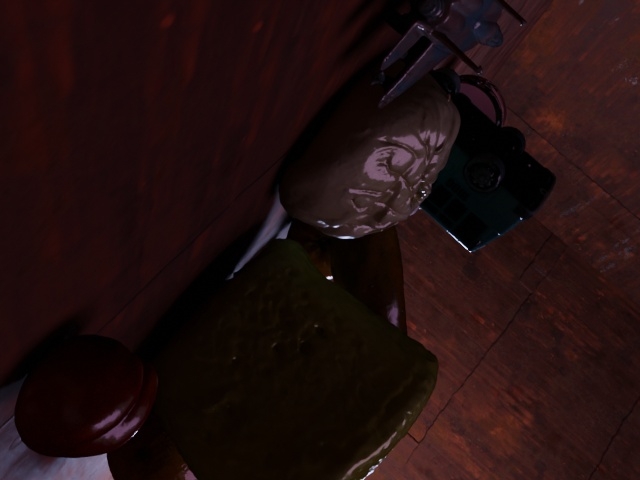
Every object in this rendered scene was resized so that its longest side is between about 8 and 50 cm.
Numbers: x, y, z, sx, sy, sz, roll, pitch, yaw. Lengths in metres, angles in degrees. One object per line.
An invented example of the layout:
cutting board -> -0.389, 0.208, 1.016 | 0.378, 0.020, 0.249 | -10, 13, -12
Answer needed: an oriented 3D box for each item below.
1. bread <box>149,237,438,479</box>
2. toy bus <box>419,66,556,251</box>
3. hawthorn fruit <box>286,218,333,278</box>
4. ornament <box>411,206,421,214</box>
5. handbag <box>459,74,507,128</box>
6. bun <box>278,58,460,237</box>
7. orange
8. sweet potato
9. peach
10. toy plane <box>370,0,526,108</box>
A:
bread -> -0.045, 0.183, 1.028 | 0.348, 0.307, 0.348 | -39, 180, 0
toy bus -> 0.173, -0.112, 1.054 | 0.128, 0.256, 0.147 | -44, 177, -47
hawthorn fruit -> 0.000, 0.000, 1.248 | 0.128, 0.128, 0.128 | -49, 176, -5
ornament -> 0.156, -0.127, 1.369 | 0.177, 0.177, 0.177 | -49, 176, -5
handbag -> 0.270, -0.232, 1.551 | 0.205, 0.179, 0.116 | -44, -175, 15
bun -> 0.065, -0.093, 0.904 | 0.229, 0.145, 0.229 | -48, 179, -1
orange -> -0.230, 0.314, 1.201 | 0.206, 0.206, 0.206 | -49, 176, -5
sweet potato -> 0.069, 0.039, 1.162 | 0.112, 0.359, 0.112 | -9, 178, 0
peach -> -0.181, 0.122, 0.603 | 0.100, 0.101, 0.101 | -49, 176, -5
toy plane -> 0.137, -0.221, 0.760 | 0.223, 0.104, 0.326 | -50, 180, 19
